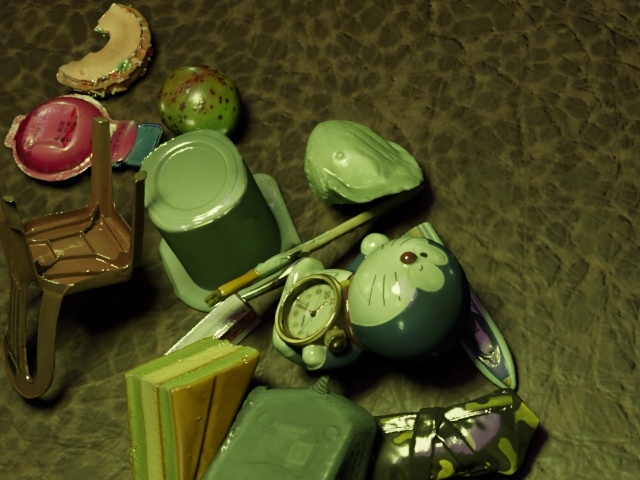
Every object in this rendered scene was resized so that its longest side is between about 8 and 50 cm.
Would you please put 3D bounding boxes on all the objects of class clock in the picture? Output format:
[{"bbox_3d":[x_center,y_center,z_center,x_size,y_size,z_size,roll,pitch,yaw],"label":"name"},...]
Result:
[{"bbox_3d":[0.069,0.077,1.755,0.243,0.146,0.200,-10,50,32],"label":"clock"}]

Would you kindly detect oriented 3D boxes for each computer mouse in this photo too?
[{"bbox_3d":[-0.059,0.325,1.681,0.188,0.122,0.371,11,60,30],"label":"computer mouse"}]

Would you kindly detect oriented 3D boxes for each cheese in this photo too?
[{"bbox_3d":[-0.346,-0.148,2.072,0.244,0.062,0.155,6,63,18],"label":"cheese"}]

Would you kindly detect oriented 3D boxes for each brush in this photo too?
[{"bbox_3d":[0.000,0.000,1.846,0.336,0.085,0.020,-27,85,-24],"label":"brush"}]

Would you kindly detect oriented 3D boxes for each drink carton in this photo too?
[{"bbox_3d":[-0.143,-0.028,1.877,0.191,0.189,0.185,-23,63,2],"label":"drink carton"}]

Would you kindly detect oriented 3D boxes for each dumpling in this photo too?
[{"bbox_3d":[0.046,-0.092,1.904,0.108,0.152,0.219,-53,20,25],"label":"dumpling"}]

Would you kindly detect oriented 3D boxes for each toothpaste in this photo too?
[{"bbox_3d":[-0.165,0.150,1.856,0.196,0.047,0.040,-43,55,-11],"label":"toothpaste"}]

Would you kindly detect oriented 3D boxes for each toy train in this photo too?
[{"bbox_3d":[0.180,0.084,1.799,0.055,0.048,0.252,-30,57,-1],"label":"toy train"}]

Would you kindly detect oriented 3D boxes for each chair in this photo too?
[{"bbox_3d":[-0.332,0.032,1.859,0.183,0.326,0.175,-14,40,-23],"label":"chair"}]

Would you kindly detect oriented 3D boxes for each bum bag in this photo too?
[{"bbox_3d":[0.149,0.243,1.708,0.232,0.060,0.107,-12,67,11],"label":"bum bag"}]

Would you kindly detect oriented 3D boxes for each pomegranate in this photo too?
[{"bbox_3d":[-0.175,-0.187,2.014,0.130,0.130,0.130,-7,59,12],"label":"pomegranate"}]

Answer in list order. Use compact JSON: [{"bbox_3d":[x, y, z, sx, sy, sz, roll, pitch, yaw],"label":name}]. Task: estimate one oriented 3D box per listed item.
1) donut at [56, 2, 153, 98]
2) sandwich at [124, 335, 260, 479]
[{"bbox_3d":[-0.305,-0.275,2.132,0.117,0.065,0.166,24,69,28],"label":"donut"},{"bbox_3d":[-0.153,0.233,1.777,0.144,0.187,0.117,-14,18,-37],"label":"sandwich"}]
